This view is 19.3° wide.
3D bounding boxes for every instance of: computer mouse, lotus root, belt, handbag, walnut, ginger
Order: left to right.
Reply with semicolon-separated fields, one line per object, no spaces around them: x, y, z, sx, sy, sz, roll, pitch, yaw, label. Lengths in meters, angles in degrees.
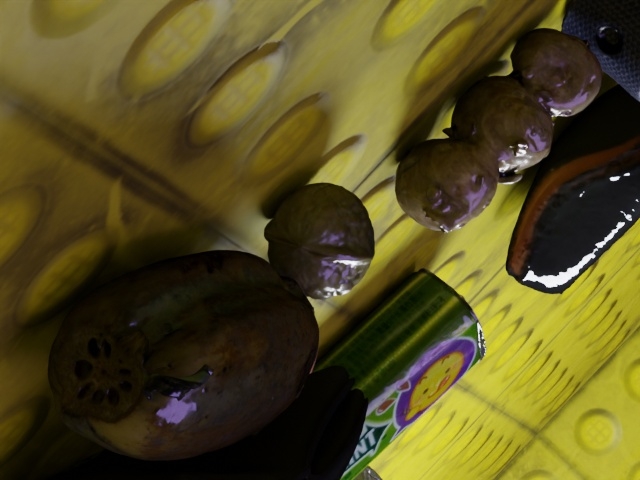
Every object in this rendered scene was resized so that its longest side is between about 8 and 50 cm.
-0.114;0.203;1.379;0.342;0.152;0.288;-28;-174;28;handbag
-0.085;0.074;1.228;0.123;0.124;0.241;-44;165;23;lotus root
0.000;0.000;1.353;0.092;0.092;0.092;-42;164;-15;walnut
0.142;-0.091;1.498;0.204;0.080;0.104;-44;-163;-6;ginger
0.284;-0.068;1.855;0.183;0.116;0.323;-35;169;-44;computer mouse
0.311;-0.196;1.589;0.230;0.126;0.139;-28;158;-46;belt

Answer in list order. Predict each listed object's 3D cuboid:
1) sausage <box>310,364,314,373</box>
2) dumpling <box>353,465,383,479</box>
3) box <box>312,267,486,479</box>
-0.060;0.132;1.541;0.077;0.077;0.194;-27;155;-50;sausage
-0.003;0.315;2.041;0.172;0.142;0.247;-42;134;-16;dumpling
0.004;0.183;1.774;0.345;0.097;0.134;-41;155;-16;box
